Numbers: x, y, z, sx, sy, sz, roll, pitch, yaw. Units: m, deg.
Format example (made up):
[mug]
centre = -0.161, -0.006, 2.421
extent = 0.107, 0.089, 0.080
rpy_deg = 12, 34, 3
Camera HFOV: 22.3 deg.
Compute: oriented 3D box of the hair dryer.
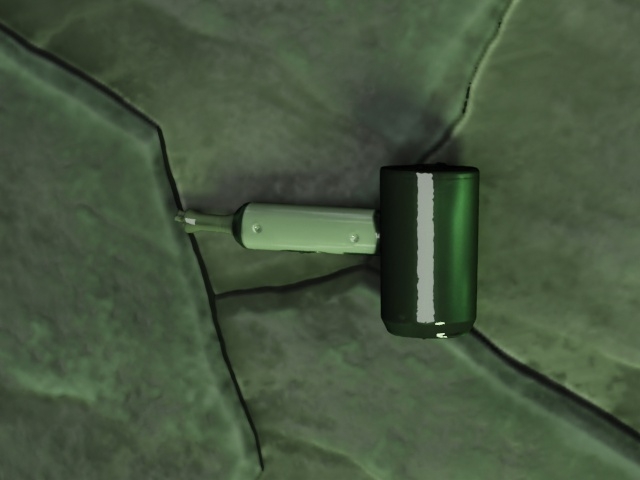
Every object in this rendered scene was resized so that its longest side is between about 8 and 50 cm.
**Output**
[hair dryer]
centre = 0.000, 0.000, 0.972
extent = 0.197, 0.057, 0.100
rpy_deg = 5, 97, 25
